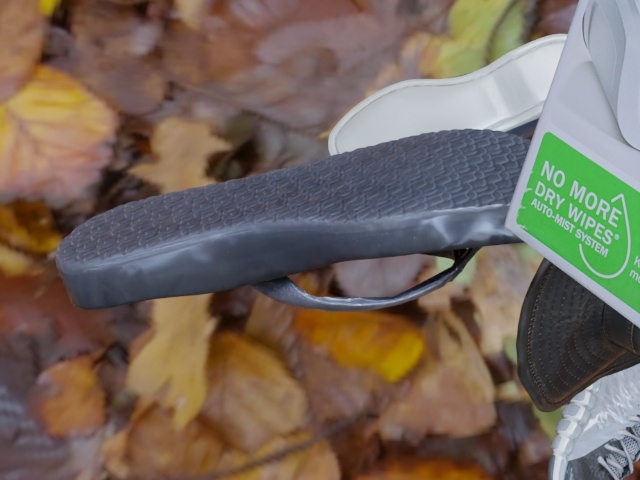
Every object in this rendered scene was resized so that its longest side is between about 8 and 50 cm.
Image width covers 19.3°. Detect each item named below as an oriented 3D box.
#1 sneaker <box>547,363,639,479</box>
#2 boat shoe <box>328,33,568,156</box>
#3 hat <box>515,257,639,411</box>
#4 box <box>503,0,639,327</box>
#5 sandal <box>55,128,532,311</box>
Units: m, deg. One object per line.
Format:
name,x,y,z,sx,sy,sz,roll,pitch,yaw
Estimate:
sneaker,0.299,0.172,1.750,0.132,0.086,0.229,6,62,31
boat shoe,0.132,-0.113,1.722,0.254,0.079,0.095,-25,68,-2
hat,0.292,0.023,1.295,0.134,0.331,0.331,43,96,27
box,0.226,-0.090,0.717,0.127,0.262,0.231,40,124,38
sandal,0.000,0.000,0.872,0.254,0.097,0.054,-8,113,27
